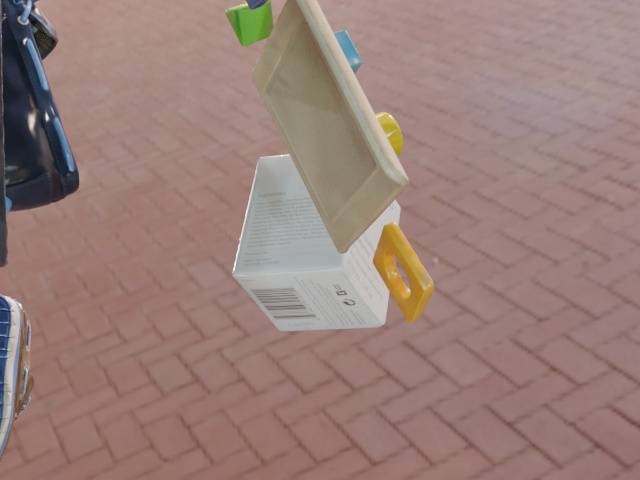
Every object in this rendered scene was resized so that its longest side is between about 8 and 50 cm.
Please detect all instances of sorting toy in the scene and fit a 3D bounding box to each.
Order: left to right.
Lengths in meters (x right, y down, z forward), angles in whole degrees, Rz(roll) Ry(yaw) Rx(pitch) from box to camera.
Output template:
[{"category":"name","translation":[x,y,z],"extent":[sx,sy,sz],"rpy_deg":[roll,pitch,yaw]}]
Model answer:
[{"category":"sorting toy","translation":[0.013,-0.097,0.945],"extent":[0.047,0.348,0.196],"rpy_deg":[-23,-10,-18]}]

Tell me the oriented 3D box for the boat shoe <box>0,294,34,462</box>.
[{"category":"boat shoe","translation":[-0.318,0.149,1.163],"extent":[0.066,0.183,0.066],"rpy_deg":[6,-9,19]}]

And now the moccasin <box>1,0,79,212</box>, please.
[{"category":"moccasin","translation":[-0.317,-0.187,1.149],"extent":[0.116,0.342,0.137],"rpy_deg":[-7,-9,-30]}]

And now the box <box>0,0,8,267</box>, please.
[{"category":"box","translation":[-0.347,-0.122,0.520],"extent":[0.211,0.294,0.395],"rpy_deg":[0,1,25]}]

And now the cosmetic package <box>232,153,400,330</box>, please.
[{"category":"cosmetic package","translation":[0.000,0.000,1.486],"extent":[0.151,0.151,0.184],"rpy_deg":[-4,57,24]}]
